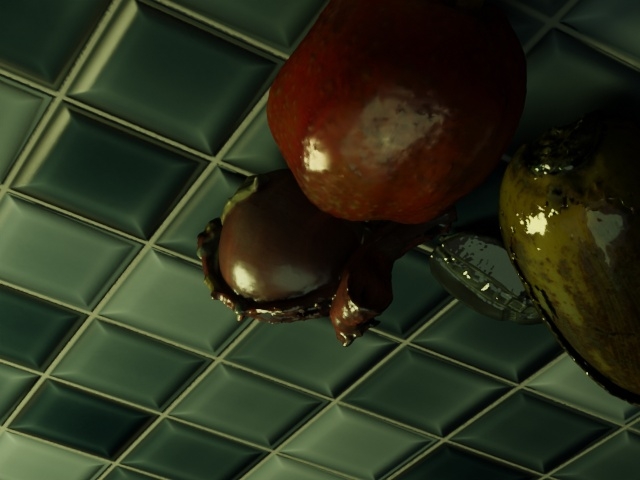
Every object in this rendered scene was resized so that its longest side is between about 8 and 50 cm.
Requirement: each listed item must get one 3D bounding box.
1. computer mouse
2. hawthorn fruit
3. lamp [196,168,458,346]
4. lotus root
[{"bbox_3d":[0.207,0.046,1.392,0.192,0.062,0.106,18,140,-18],"label":"computer mouse"},{"bbox_3d":[0.075,-0.132,1.078,0.205,0.205,0.253,19,135,-17],"label":"hawthorn fruit"},{"bbox_3d":[-0.003,0.004,1.295,0.223,0.215,0.151,28,157,7],"label":"lamp"},{"bbox_3d":[0.306,0.031,1.272,0.196,0.179,0.397,-11,134,34],"label":"lotus root"}]
